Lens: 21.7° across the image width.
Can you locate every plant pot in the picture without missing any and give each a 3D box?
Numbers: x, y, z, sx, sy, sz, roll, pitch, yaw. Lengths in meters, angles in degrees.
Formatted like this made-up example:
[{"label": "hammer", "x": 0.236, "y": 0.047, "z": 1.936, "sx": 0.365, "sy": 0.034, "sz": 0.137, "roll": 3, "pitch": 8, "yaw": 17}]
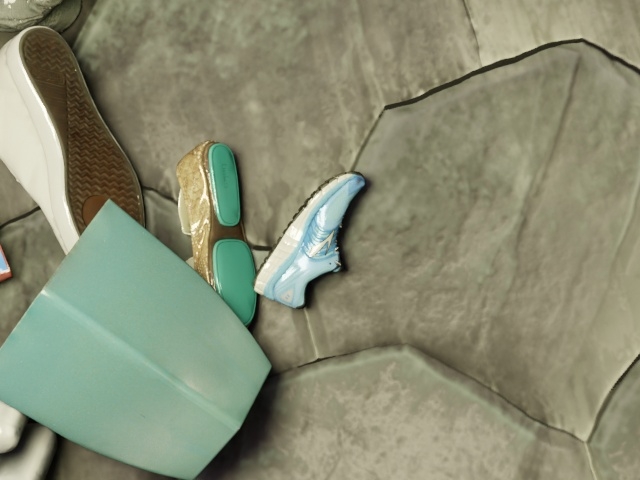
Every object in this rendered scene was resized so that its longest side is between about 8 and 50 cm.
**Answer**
[{"label": "plant pot", "x": -0.181, "y": 0.116, "z": 1.663, "sx": 0.234, "sy": 0.165, "sz": 0.165, "roll": 35, "pitch": 128, "yaw": -7}]

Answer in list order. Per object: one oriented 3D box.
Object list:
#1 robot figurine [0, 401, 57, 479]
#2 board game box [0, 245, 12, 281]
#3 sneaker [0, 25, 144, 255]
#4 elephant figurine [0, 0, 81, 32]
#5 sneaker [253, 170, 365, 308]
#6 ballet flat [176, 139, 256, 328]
[{"label": "robot figurine", "x": -0.456, "y": 0.216, "z": 1.719, "sx": 0.353, "sy": 0.200, "sz": 0.300, "roll": -5, "pitch": 116, "yaw": 10}, {"label": "board game box", "x": -0.487, "y": 0.025, "z": 1.786, "sx": 0.281, "sy": 0.027, "sz": 0.145, "roll": -21, "pitch": 70, "yaw": -10}, {"label": "sneaker", "x": -0.280, "y": -0.076, "z": 1.796, "sx": 0.123, "sy": 0.106, "sz": 0.290, "roll": -25, "pitch": 83, "yaw": 45}, {"label": "elephant figurine", "x": -0.313, "y": -0.291, "z": 1.790, "sx": 0.186, "sy": 0.169, "sz": 0.239, "roll": -2, "pitch": 77, "yaw": 23}, {"label": "sneaker", "x": 0.000, "y": 0.000, "z": 1.727, "sx": 0.073, "sy": 0.063, "sz": 0.162, "roll": 35, "pitch": 91, "yaw": -4}, {"label": "ballet flat", "x": -0.113, "y": 0.000, "z": 1.751, "sx": 0.067, "sy": 0.073, "sz": 0.206, "roll": -16, "pitch": 73, "yaw": 38}]
